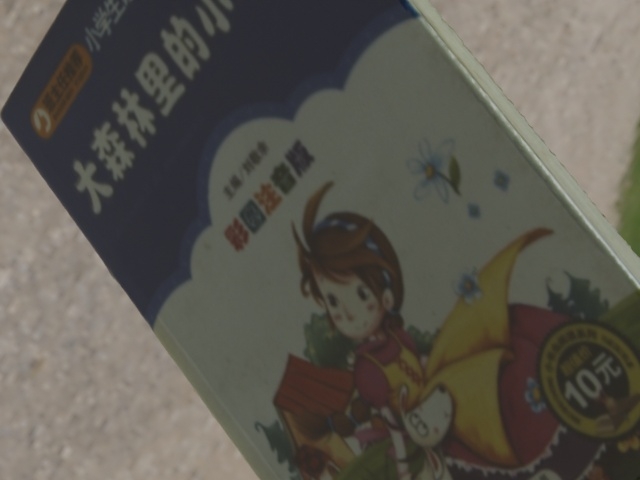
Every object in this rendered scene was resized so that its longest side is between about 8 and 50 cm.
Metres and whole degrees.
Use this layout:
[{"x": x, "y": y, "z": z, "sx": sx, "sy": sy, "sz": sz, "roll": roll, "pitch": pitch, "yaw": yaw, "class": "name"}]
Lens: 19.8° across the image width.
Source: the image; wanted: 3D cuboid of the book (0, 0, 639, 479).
[{"x": 0.000, "y": 0.000, "z": 0.755, "sx": 0.018, "sy": 0.322, "sz": 0.228, "roll": -23, "pitch": 160, "yaw": -48, "class": "book"}]
